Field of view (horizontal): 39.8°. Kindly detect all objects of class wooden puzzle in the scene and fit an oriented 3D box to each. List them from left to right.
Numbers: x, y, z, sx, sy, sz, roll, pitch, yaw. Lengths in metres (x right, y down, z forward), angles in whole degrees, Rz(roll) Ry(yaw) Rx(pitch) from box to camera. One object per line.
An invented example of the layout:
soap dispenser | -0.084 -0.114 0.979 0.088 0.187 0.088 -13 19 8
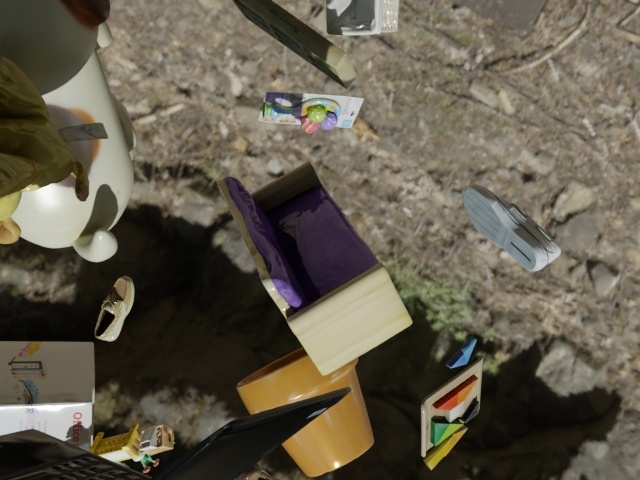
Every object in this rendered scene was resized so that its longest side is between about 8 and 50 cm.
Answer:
wooden puzzle | 0.105 0.132 0.697 0.014 0.079 0.116 34 153 36

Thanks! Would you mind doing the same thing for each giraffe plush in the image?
giraffe plush | -0.361 -0.081 0.948 0.171 0.181 0.210 -32 154 36

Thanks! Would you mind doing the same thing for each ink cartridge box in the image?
ink cartridge box | -0.499 0.282 1.480 0.233 0.168 0.171 2 122 -15

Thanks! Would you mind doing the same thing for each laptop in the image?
laptop | -0.150 0.134 0.610 0.265 0.136 0.234 16 180 19

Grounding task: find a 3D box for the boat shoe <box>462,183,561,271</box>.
boat shoe | 0.368 -0.029 1.711 0.226 0.076 0.083 53 146 28

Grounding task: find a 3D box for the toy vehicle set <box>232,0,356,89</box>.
toy vehicle set | -0.053 -0.397 1.700 0.267 0.035 0.166 37 -178 11

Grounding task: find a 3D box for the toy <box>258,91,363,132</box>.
toy | -0.025 -0.301 2.154 0.238 0.056 0.137 5 156 -10

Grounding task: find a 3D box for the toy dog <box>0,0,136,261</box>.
toy dog | -0.385 -0.194 1.124 0.407 0.285 0.395 95 158 -52

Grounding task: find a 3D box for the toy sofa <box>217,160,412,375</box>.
toy sofa | -0.019 0.008 1.297 0.177 0.150 0.362 61 178 -33

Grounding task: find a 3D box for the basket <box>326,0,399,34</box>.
basket | 0.083 -0.474 1.685 0.113 0.103 0.167 7 102 29

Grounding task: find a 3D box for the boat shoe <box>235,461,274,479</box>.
boat shoe | -0.123 0.525 1.802 0.095 0.095 0.257 37 160 46

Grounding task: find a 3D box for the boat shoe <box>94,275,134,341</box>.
boat shoe | -0.408 0.135 1.745 0.050 0.135 0.045 18 -178 29

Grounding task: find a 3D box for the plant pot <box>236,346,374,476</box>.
plant pot | -0.009 0.279 1.471 0.205 0.205 0.187 -29 87 53

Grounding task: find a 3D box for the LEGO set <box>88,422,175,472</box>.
LEGO set | -0.331 0.383 1.398 0.107 0.287 0.132 52 180 -27
